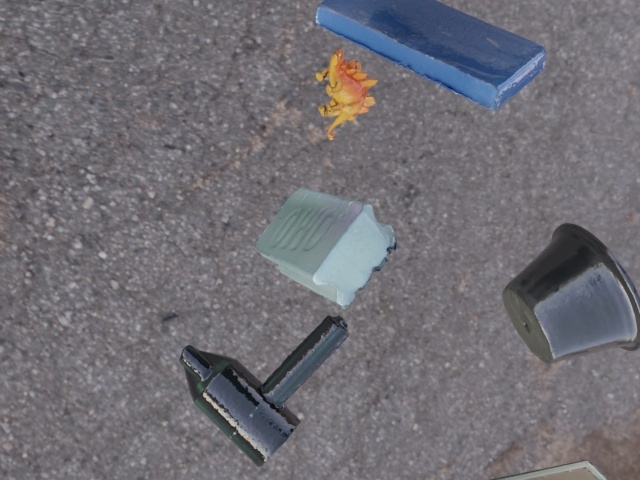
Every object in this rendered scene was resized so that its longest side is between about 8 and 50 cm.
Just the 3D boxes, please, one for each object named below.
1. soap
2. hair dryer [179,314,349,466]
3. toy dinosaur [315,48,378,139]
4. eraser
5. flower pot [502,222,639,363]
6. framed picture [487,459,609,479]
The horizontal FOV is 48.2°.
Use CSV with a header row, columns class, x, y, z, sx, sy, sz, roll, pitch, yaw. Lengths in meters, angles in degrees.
class,x,y,z,sx,sy,sz,roll,pitch,yaw
soap,0.000,0.000,1.167,0.150,0.261,0.094,-48,117,-11
hair dryer,-0.095,0.218,1.298,0.302,0.244,0.116,-46,176,2
toy dinosaur,0.055,-0.279,1.374,0.117,0.070,0.288,-25,157,-7
eraser,0.153,-0.293,1.024,0.144,0.312,0.042,-39,150,-34
flower pot,0.395,0.107,1.168,0.148,0.235,0.235,-28,126,-4
framed picture,0.496,0.529,1.436,0.216,0.273,0.016,45,48,-9
